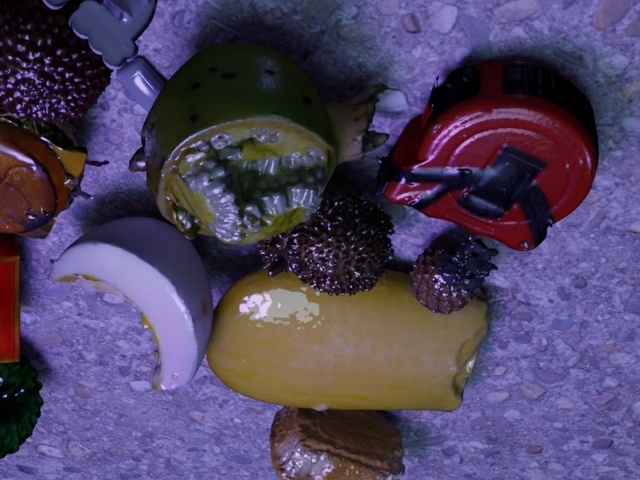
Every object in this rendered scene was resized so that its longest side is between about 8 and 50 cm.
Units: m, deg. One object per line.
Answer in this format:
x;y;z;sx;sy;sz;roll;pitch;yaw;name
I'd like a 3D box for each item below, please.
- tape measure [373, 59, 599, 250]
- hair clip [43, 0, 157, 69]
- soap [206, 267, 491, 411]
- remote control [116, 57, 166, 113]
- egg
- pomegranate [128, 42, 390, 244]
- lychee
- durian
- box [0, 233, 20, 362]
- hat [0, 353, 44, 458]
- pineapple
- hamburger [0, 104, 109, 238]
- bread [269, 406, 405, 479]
0.228;-0.113;1.451;0.253;0.114;0.260;21;135;-12;tape measure
-0.273;-0.319;1.327;0.220;0.140;0.054;45;150;-6;hair clip
0.034;0.156;1.751;0.427;0.115;0.306;8;134;-13;soap
-0.206;-0.172;1.534;0.050;0.027;0.184;-22;128;29;remote control
-0.247;0.063;1.671;0.271;0.162;0.206;39;129;2;egg
-0.070;-0.126;1.417;0.340;0.260;0.260;-15;139;-18;pomegranate
-0.345;-0.228;1.390;0.188;0.188;0.188;5;136;5;lychee
0.000;0.000;1.545;0.196;0.196;0.167;-3;123;13;durian
-0.626;0.098;1.727;0.313;0.089;0.198;-3;119;-20;box
-0.667;0.288;1.948;0.332;0.242;0.274;-14;146;44;hat
0.193;0.039;1.581;0.108;0.108;0.198;17;161;-7;pineapple
-0.433;-0.116;1.553;0.261;0.139;0.243;28;133;-17;hamburger
0.034;0.361;1.928;0.245;0.174;0.121;22;131;-22;bread
